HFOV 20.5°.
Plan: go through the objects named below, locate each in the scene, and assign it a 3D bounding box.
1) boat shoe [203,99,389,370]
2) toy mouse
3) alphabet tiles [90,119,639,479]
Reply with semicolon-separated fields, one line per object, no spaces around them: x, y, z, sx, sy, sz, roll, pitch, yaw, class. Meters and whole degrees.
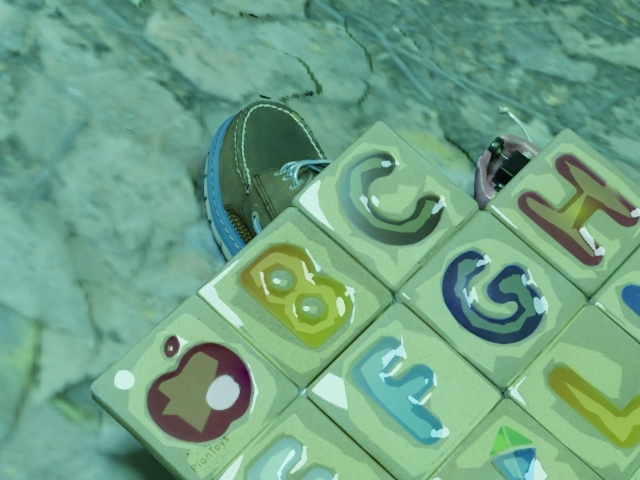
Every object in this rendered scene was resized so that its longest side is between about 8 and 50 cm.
0.000;0.000;0.762;0.066;0.066;0.183;5;47;-29;boat shoe
0.110;0.000;0.856;0.143;0.031;0.161;-15;58;-41;toy mouse
0.094;0.114;0.662;0.342;0.011;0.285;42;64;11;alphabet tiles
